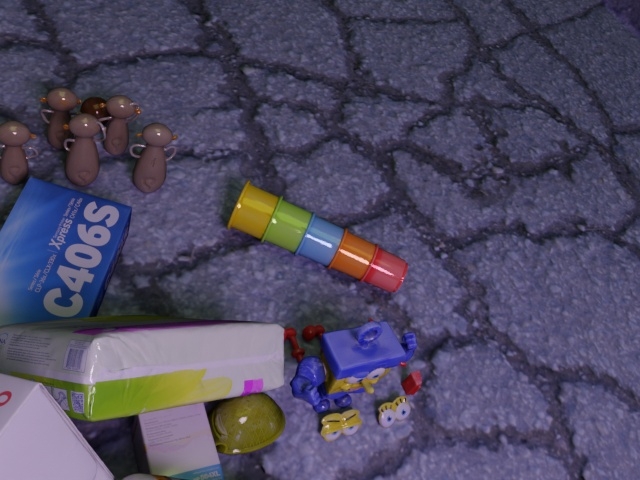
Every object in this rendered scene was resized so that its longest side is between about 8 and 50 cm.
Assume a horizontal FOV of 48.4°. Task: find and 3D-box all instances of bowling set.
[{"bbox_3d":[-0.395,-0.201,1.193,0.287,0.154,0.199,0,55,-22],"label":"bowling set"}]

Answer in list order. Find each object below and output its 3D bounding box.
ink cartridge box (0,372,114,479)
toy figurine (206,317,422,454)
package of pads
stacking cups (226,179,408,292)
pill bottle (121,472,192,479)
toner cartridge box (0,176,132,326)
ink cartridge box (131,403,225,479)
[{"bbox_3d":[-0.405,0.256,0.742,0.270,0.197,0.198,6,45,23],"label":"ink cartridge box"},{"bbox_3d":[0.008,0.164,1.029,0.363,0.217,0.191,-6,57,-26],"label":"toy figurine"},{"bbox_3d":[-0.226,0.147,0.891,0.297,0.229,0.101,5,84,-51],"label":"package of pads"},{"bbox_3d":[0.000,0.000,1.232,0.317,0.096,0.096,24,49,-3],"label":"stacking cups"},{"bbox_3d":[-0.110,0.369,0.823,0.279,0.162,0.162,21,46,-32],"label":"pill bottle"},{"bbox_3d":[-0.405,0.075,1.030,0.165,0.075,0.347,16,50,-8],"label":"toner cartridge box"},{"bbox_3d":[-0.193,0.279,0.943,0.090,0.092,0.143,-6,57,-25],"label":"ink cartridge box"}]
